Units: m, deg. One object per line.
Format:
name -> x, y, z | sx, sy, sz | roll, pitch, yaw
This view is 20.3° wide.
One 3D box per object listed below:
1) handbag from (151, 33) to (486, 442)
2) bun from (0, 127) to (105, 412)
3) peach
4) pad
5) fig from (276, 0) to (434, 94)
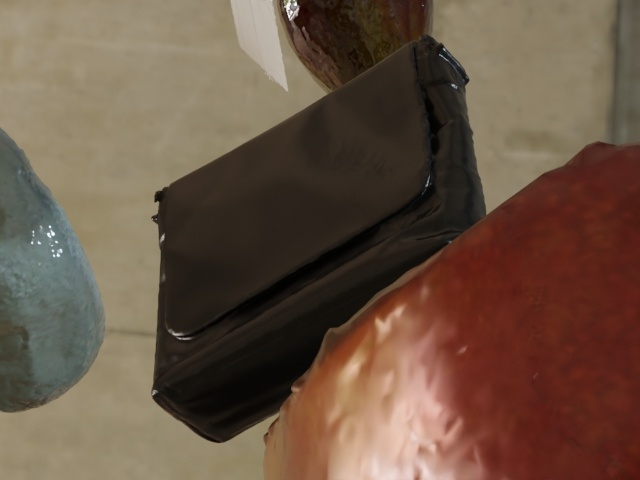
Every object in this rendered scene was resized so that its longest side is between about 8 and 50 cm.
handbag -> 0.000, 0.000, 1.150 | 0.247, 0.223, 0.080 | -29, -53, 22
bun -> -0.370, 0.013, 1.773 | 0.194, 0.354, 0.354 | -35, 1, -24
peach -> 0.164, 0.133, 0.753 | 0.335, 0.310, 0.406 | -7, -29, -45
pad -> -0.068, -0.249, 1.524 | 0.004, 0.232, 0.156 | -17, 26, -13
fig -> 0.060, -0.190, 1.886 | 0.170, 0.274, 0.145 | -22, 2, -39
